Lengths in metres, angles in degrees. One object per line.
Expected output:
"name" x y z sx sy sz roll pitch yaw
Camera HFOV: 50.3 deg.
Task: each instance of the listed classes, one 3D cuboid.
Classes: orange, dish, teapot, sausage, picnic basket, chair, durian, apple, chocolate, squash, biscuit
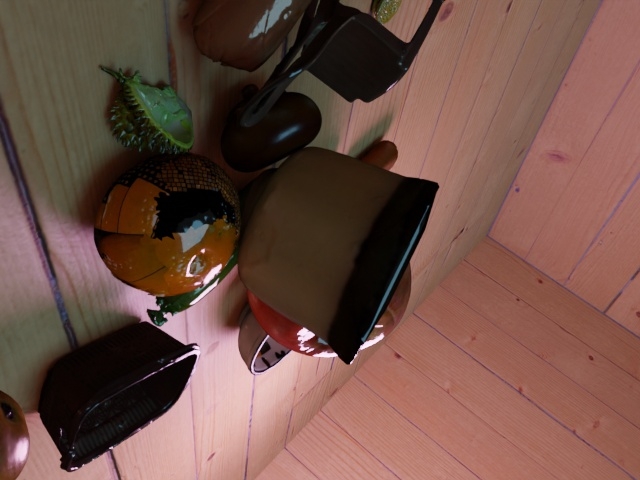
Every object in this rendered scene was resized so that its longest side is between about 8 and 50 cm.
"orange" -0.229 -0.023 1.038 0.234 0.182 0.234 -28 154 -15
"dish" -0.116 0.199 1.736 0.303 0.120 0.303 -44 160 -21
"teapot" -0.087 -0.201 1.154 0.178 0.135 0.252 -23 -174 13
"sausage" -0.058 -0.367 0.926 0.304 0.121 0.121 -54 160 7
"picnic basket" -0.377 0.270 1.259 0.297 0.129 0.222 -25 147 -52
"sausage" 0.126 -0.182 1.715 0.197 0.076 0.076 -44 158 -28
"chair" 0.032 -0.269 1.019 0.175 0.183 0.326 -30 -148 59
"durian" -0.238 -0.172 0.951 0.215 0.086 0.100 15 77 -72
"apple" 0.017 0.065 1.479 0.364 0.364 0.364 -45 159 -23
"chocolate" 0.000 0.000 1.134 0.326 0.297 0.314 -56 170 -87
"squash" -0.190 0.009 1.291 0.379 0.101 0.101 -48 160 -12
"biscuit" 0.131 -0.463 1.327 0.084 0.023 0.084 -44 159 -23

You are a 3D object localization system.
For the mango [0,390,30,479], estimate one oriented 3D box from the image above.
"mango" -0.546 0.304 0.892 0.317 0.173 0.211 -25 154 -30
